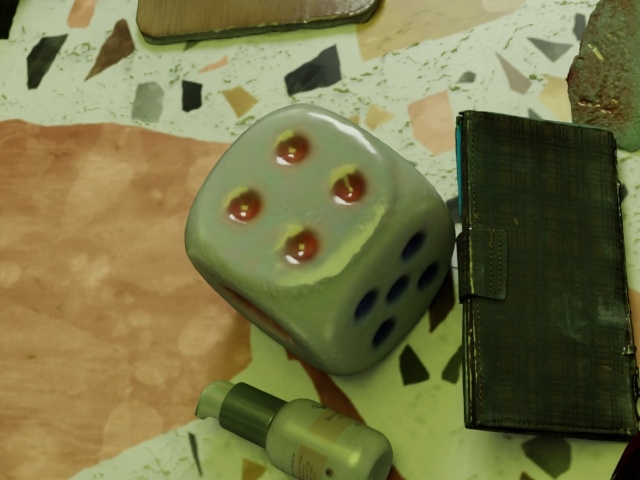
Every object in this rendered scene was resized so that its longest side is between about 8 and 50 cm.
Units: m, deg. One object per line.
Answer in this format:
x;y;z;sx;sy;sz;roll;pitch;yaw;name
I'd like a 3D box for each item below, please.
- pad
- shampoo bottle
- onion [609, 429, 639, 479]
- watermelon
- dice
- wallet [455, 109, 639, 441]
-0.063;-0.357;1.770;0.284;0.018;0.287;-4;65;15;pad
-0.026;0.180;1.479;0.192;0.074;0.074;23;74;26;shampoo bottle
0.337;0.210;1.253;0.273;0.285;0.273;-22;46;25;onion
0.300;-0.184;1.544;0.094;0.081;0.180;19;109;3;watermelon
0.000;0.000;1.488;0.193;0.194;0.192;32;79;28;dice
0.208;0.030;1.467;0.169;0.044;0.317;5;66;-13;wallet
